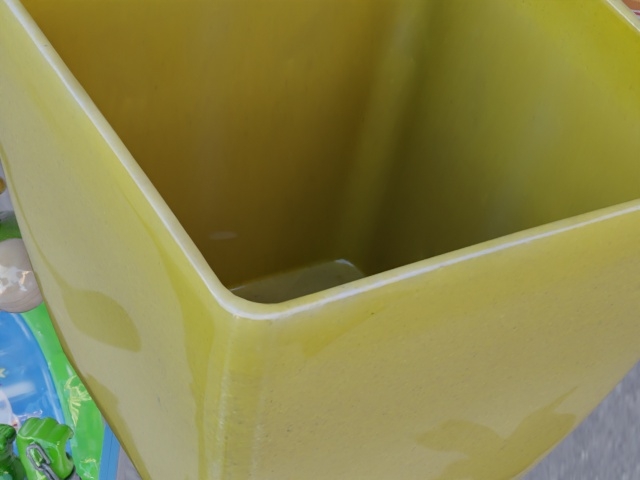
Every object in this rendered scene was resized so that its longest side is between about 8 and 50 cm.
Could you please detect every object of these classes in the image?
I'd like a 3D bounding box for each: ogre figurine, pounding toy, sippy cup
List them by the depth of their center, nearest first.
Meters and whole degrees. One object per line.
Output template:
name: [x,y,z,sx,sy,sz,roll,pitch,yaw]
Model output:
ogre figurine: [-0.191,0.173,1.143,0.197,0.097,0.118,-29,104,21]
pounding toy: [-0.280,0.002,1.444,0.183,0.237,0.110,-19,100,0]
sippy cup: [-0.336,0.178,1.737,0.224,0.305,0.240,-14,95,-27]

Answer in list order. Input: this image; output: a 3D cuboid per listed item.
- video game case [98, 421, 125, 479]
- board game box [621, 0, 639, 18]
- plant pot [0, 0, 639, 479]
video game case: [-0.162,0.237,1.509,0.015,0.166,0.119,1,35,-2]
board game box: [0.009,-0.289,1.097,0.356,0.356,0.357,13,78,-22]
plant pot: [0.000,0.000,0.720,0.212,0.187,0.212,-15,48,-28]
